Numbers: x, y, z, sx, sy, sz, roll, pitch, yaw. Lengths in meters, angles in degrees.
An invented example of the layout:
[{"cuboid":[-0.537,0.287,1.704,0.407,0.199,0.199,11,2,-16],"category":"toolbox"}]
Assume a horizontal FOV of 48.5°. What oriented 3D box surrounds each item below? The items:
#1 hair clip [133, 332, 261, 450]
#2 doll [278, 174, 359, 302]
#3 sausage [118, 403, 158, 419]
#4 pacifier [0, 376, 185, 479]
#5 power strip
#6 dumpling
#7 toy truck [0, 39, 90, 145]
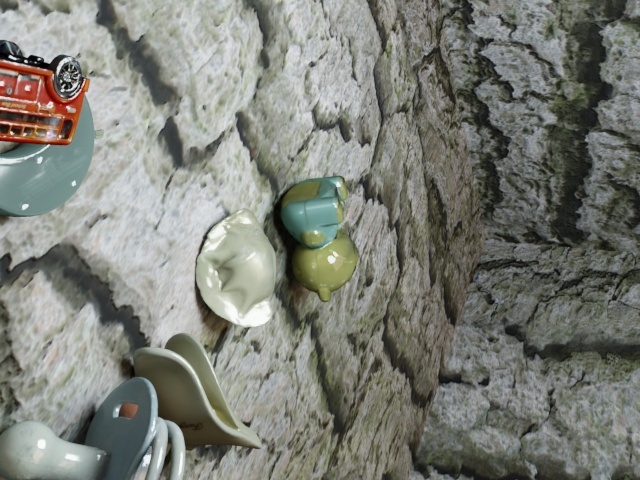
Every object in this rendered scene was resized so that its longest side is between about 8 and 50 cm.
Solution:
[{"cuboid":[-0.235,0.286,1.256,0.113,0.173,0.282,-49,128,-59],"category":"hair clip"},{"cuboid":[0.000,0.000,1.641,0.177,0.162,0.260,-81,161,-59],"category":"doll"},{"cuboid":[-0.315,0.457,1.200,0.088,0.088,0.432,-12,105,-62],"category":"sausage"},{"cuboid":[-0.347,0.324,1.015,0.233,0.244,0.299,28,65,-28],"category":"pacifier"},{"cuboid":[-0.393,-0.125,0.980,0.253,0.054,0.167,-48,138,-48],"category":"power strip"},{"cuboid":[-0.166,0.051,1.401,0.167,0.126,0.215,-5,110,-36],"category":"dumpling"},{"cuboid":[-0.367,-0.162,0.748,0.253,0.108,0.114,-13,120,-69],"category":"toy truck"}]
